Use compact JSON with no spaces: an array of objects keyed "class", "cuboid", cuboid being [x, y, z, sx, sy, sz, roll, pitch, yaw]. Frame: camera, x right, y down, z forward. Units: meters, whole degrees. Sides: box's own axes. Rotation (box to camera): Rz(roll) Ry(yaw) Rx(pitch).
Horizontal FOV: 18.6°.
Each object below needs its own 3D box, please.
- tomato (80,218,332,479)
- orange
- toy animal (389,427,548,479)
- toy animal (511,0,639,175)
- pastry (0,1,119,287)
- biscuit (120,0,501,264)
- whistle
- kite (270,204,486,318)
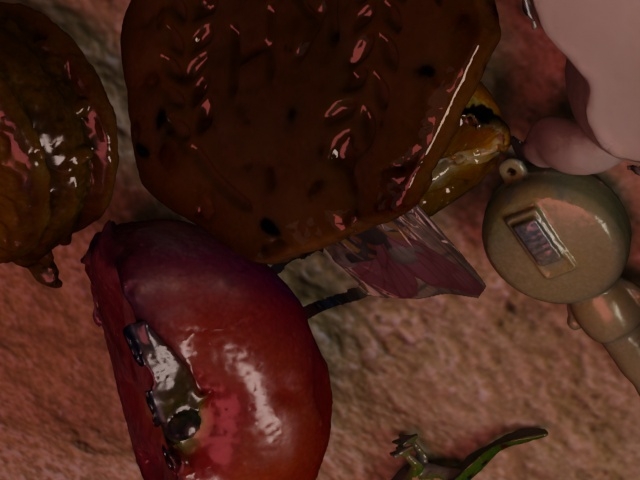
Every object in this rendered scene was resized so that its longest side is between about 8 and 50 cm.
[{"class":"tomato","cuboid":[-0.097,0.114,1.764,0.176,0.289,0.334,-20,108,-14]},{"class":"orange","cuboid":[0.077,-0.087,1.579,0.170,0.160,0.112,-21,75,34]},{"class":"toy animal","cuboid":[0.114,0.205,1.841,0.075,0.041,0.217,44,126,-13]},{"class":"toy animal","cuboid":[0.230,-0.146,1.452,0.208,0.154,0.325,21,135,17]},{"class":"pastry","cuboid":[-0.300,-0.089,1.710,0.240,0.132,0.235,48,132,16]},{"class":"biscuit","cuboid":[-0.019,-0.158,1.485,0.359,0.046,0.359,-6,81,36]},{"class":"whistle","cuboid":[0.223,0.033,1.645,0.126,0.067,0.258,-22,116,36]},{"class":"kite","cuboid":[0.002,-0.003,1.656,0.204,0.022,0.360,44,156,-11]}]
